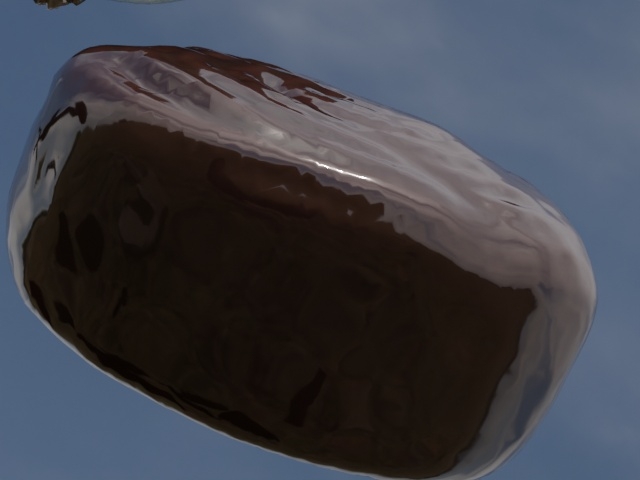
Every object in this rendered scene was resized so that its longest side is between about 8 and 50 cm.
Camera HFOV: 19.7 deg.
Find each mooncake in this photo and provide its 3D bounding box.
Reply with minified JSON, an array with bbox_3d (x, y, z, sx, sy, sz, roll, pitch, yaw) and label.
[{"bbox_3d":[0.000,0.000,1.068,0.326,0.334,0.174,26,-73,14],"label":"mooncake"}]

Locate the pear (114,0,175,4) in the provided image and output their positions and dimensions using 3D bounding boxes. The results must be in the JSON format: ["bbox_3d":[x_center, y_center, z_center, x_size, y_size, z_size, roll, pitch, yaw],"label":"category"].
[{"bbox_3d":[-0.135,-0.312,1.530,0.342,0.318,0.238,47,-22,29],"label":"pear"}]

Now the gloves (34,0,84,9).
[{"bbox_3d":[-0.109,-0.148,0.680,0.094,0.110,0.144,-24,-81,2],"label":"gloves"}]
